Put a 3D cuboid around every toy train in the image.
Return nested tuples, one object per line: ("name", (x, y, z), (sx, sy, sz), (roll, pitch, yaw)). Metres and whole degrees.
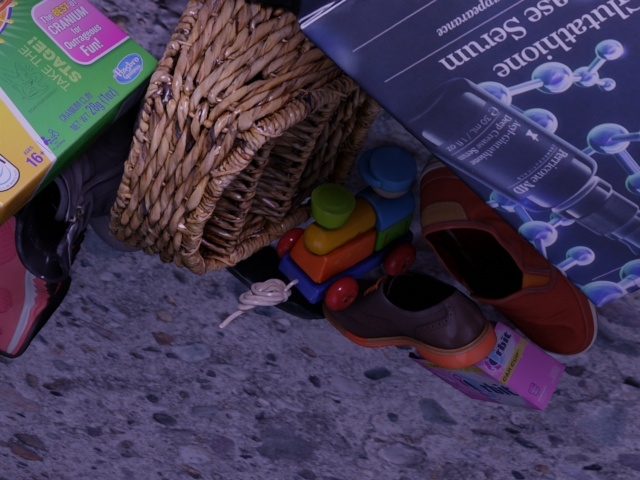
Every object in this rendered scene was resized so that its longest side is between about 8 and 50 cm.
("toy train", (0.000, 0.000, 1.493), (0.105, 0.248, 0.143), (45, 147, 26))

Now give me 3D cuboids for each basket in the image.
("basket", (-0.074, -0.081, 1.423), (0.223, 0.213, 0.299), (23, 146, -4))

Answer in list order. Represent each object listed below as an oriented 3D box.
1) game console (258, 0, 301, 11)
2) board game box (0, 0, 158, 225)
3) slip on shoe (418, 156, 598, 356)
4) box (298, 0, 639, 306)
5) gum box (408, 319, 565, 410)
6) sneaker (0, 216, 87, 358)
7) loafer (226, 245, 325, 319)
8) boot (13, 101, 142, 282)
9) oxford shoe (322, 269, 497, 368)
("game console", (-0.022, -0.332, 1.199), (0.213, 0.044, 0.361), (18, 144, 2))
("board game box", (-0.345, -0.187, 1.307), (0.316, 0.242, 0.064), (40, 143, 0))
("slip on shoe", (0.206, 0.039, 1.557), (0.123, 0.101, 0.331), (-11, 137, 34))
("box", (0.227, -0.177, 1.101), (0.293, 0.212, 0.395), (-29, 127, 34))
("gum box", (0.196, 0.147, 1.696), (0.107, 0.062, 0.188), (34, 166, -18))
("sneaker", (-0.407, 0.036, 1.866), (0.136, 0.116, 0.314), (31, 139, 1))
("loafer", (-0.064, 0.053, 1.744), (0.170, 0.062, 0.061), (35, 148, -20))
("boot", (-0.272, -0.038, 1.569), (0.118, 0.223, 0.338), (10, 145, 12))
("oxford shoe", (0.090, 0.068, 1.635), (0.271, 0.097, 0.098), (10, 136, 49))
